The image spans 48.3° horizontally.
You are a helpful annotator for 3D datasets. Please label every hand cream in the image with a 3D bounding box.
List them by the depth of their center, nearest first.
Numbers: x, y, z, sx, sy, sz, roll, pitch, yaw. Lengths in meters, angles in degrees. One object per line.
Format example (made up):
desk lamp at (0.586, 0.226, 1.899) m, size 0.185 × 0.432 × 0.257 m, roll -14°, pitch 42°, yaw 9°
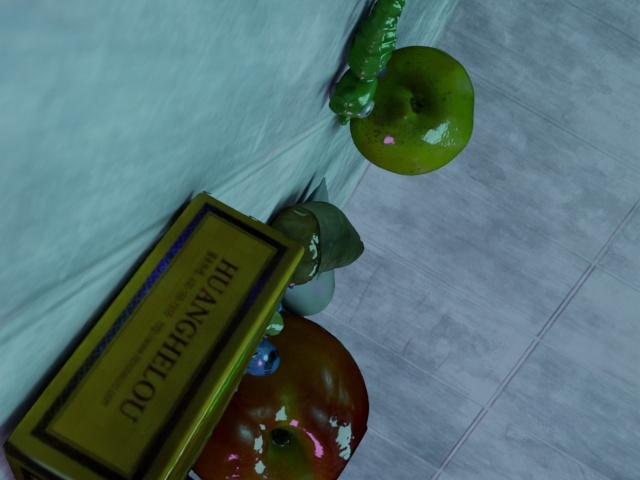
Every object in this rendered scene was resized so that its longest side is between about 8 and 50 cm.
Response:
hand cream at (-0.029, 0.036, 1.254) m, size 0.185 × 0.118 × 0.358 m, roll -61°, pitch 171°, yaw -17°

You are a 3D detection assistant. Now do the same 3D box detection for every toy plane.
toy plane at (-0.107, 0.156, 0.999) m, size 0.254 × 0.105 × 0.271 m, roll -60°, pitch 177°, yaw -15°

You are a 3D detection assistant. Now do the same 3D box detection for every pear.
pear at (0.129, -0.183, 1.010) m, size 0.187 × 0.187 × 0.220 m, roll -60°, pitch 165°, yaw 10°

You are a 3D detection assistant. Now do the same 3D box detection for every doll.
doll at (0.047, -0.182, 0.717) m, size 0.190 × 0.050 × 0.115 m, roll 114°, pitch 0°, yaw -58°

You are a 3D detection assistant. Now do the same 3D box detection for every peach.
peach at (-0.072, 0.310, 1.298) m, size 0.335 × 0.310 × 0.406 m, roll -63°, pitch 178°, yaw 1°

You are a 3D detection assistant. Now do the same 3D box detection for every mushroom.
mushroom at (0.000, -0.004, 1.038) m, size 0.333 × 0.087 × 0.107 m, roll -12°, pitch 113°, yaw -72°

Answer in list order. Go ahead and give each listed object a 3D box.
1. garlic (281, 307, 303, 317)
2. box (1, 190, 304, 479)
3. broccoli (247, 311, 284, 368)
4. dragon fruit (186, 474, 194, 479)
garlic at (-0.110, 0.236, 1.603) m, size 0.127 × 0.131 × 0.194 m, roll 114°, pitch -3°, yaw -49°
box at (-0.121, 0.126, 0.520) m, size 0.193 × 0.084 × 0.301 m, roll -58°, pitch 177°, yaw -34°
broccoli at (-0.082, 0.079, 0.776) m, size 0.092 × 0.097 × 0.095 m, roll 16°, pitch 133°, yaw -44°
dragon fruit at (-0.257, 0.456, 1.224) m, size 0.136 × 0.166 × 0.133 m, roll -54°, pitch 130°, yaw -32°
